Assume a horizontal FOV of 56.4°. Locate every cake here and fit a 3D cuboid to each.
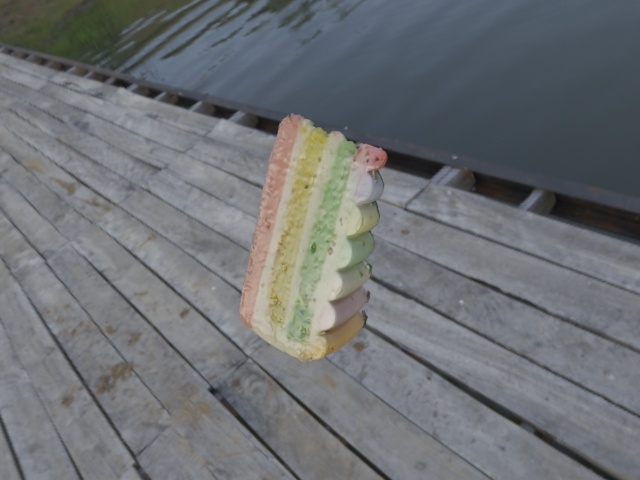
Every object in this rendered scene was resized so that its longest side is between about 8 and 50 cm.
[{"bbox_3d":[-0.012,0.008,0.555,0.109,0.226,0.090,23,35,27],"label":"cake"}]
